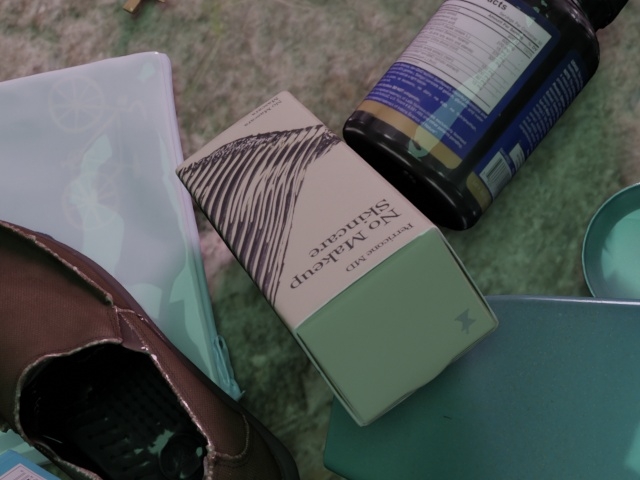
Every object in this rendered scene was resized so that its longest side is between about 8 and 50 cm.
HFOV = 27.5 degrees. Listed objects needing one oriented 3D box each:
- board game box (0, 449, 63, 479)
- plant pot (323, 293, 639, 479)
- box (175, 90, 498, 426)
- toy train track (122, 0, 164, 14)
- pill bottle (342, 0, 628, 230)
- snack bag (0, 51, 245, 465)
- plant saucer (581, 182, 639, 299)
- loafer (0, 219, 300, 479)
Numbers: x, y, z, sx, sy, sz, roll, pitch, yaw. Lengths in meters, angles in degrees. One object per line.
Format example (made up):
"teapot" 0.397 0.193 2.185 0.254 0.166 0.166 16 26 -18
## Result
"board game box" -0.160 0.341 0.828 0.253 0.079 0.336 27 110 12
"plant pot" 0.132 0.125 0.892 0.234 0.166 0.166 6 77 19
"box" 0.000 0.000 0.886 0.113 0.094 0.275 -37 31 -4
"toy train track" -0.134 -0.219 1.080 0.048 0.014 0.083 27 75 20
"pill bottle" 0.127 -0.125 0.969 0.123 0.123 0.219 38 82 14
"snack bag" -0.250 0.022 1.021 0.342 0.037 0.323 -13 76 2
"plant saucer" 0.253 0.015 0.971 0.119 0.021 0.119 -2 75 6
"loafer" -0.171 0.081 0.901 0.366 0.130 0.134 31 81 21
